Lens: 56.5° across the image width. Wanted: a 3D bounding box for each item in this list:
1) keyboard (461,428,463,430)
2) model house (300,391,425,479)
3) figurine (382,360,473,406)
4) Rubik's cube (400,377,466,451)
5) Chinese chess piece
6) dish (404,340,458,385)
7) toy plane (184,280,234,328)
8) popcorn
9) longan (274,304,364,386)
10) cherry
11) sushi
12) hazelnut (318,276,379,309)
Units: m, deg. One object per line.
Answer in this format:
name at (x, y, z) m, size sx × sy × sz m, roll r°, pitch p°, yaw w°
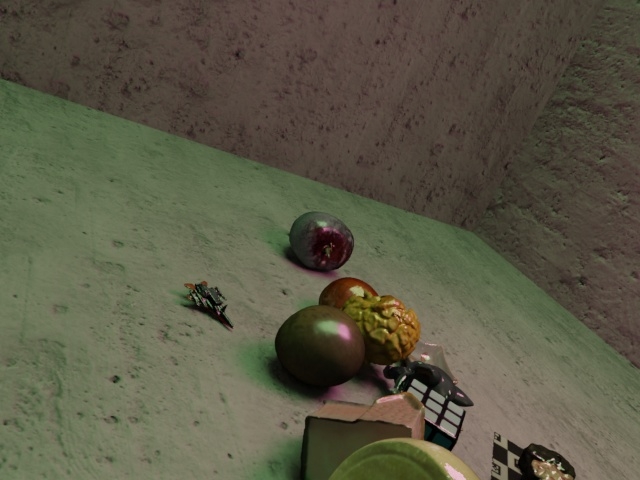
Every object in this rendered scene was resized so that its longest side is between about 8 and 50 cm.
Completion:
keyboard at (0.328, 0.516, 1.648) m, size 0.165 × 0.017 × 0.055 m, roll 8°, pitch 30°, yaw -43°
model house at (0.106, 0.445, 1.269) m, size 0.236 × 0.203 × 0.237 m, roll -3°, pitch 0°, yaw 20°
figurine at (0.279, 0.400, 1.633) m, size 0.193 × 0.140 × 0.265 m, roll 44°, pitch -3°, yaw -16°
Rubik's cube at (0.238, 0.462, 1.445) m, size 0.162 × 0.161 × 0.163 m, roll 30°, pitch 19°, yaw 12°
Chinese chess piece at (0.133, 0.493, 0.953) m, size 0.140 × 0.338 × 0.338 m, roll 36°, pitch 9°, yaw -37°
dish at (0.329, 0.396, 1.879) m, size 0.151 × 0.077 × 0.212 m, roll 20°, pitch 20°, yaw -12°
toy plane at (-0.298, 0.177, 1.673) m, size 0.189 × 0.061 × 0.130 m, roll 35°, pitch 20°, yaw 27°
popcorn at (0.169, 0.259, 1.719) m, size 0.250 × 0.250 × 0.190 m, roll 36°, pitch 54°, yaw 28°
longan at (0.003, 0.278, 1.576) m, size 0.246 × 0.215 × 0.246 m, roll 32°, pitch -12°, yaw 8°
cherry at (0.000, 0.000, 2.310) m, size 0.254 × 0.218 × 0.296 m, roll 18°, pitch 9°, yaw -24°
sushi at (0.602, 0.632, 1.557) m, size 0.296 × 0.100 × 0.373 m, roll 30°, pitch 19°, yaw 12°
hazelnut at (0.093, 0.215, 1.915) m, size 0.214 × 0.176 × 0.214 m, roll 1°, pitch 34°, yaw -1°
